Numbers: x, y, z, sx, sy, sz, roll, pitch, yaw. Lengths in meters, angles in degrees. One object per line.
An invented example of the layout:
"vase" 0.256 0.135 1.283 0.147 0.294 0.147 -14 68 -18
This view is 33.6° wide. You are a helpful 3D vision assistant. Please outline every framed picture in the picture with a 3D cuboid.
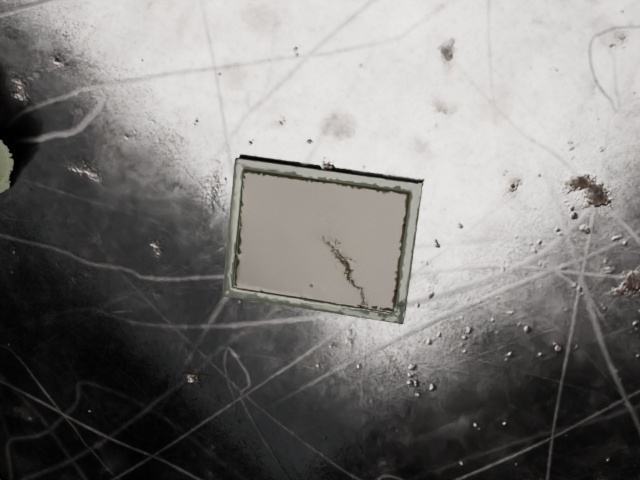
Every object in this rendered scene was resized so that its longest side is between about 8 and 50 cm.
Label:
"framed picture" 0.000 0.000 1.638 0.293 0.018 0.231 9 106 7

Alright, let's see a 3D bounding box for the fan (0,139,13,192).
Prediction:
"fan" -0.681 -0.120 1.637 0.414 0.012 0.233 -5 143 3
